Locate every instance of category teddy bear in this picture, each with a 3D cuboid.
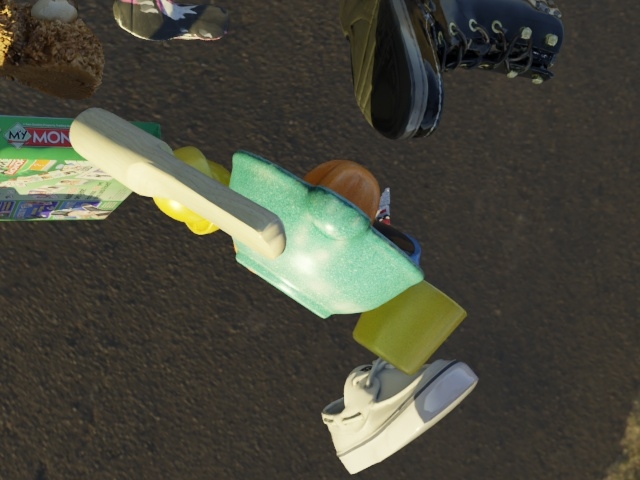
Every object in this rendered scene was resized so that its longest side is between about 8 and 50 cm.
[{"bbox_3d":[-0.417,-0.263,0.986,0.338,0.245,0.113,8,77,-5],"label":"teddy bear"}]

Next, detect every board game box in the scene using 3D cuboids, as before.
[{"bbox_3d":[-0.318,-0.071,0.943,0.213,0.317,0.046,0,81,-25],"label":"board game box"}]

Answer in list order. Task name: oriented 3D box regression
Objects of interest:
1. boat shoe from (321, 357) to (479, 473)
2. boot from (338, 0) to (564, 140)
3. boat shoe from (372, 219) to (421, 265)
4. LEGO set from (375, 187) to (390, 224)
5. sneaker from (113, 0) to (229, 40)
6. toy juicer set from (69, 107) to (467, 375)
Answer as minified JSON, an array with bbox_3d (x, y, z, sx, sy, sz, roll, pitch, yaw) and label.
[{"bbox_3d":[0.066,0.160,0.851,0.096,0.267,0.088,-32,78,-24],"label":"boat shoe"},{"bbox_3d":[0.114,-0.153,0.665,0.178,0.236,0.085,7,129,-14],"label":"boot"},{"bbox_3d":[0.000,0.000,0.824,0.089,0.258,0.109,11,84,-26],"label":"boat shoe"},{"bbox_3d":[0.018,-0.021,1.342,0.182,0.244,0.060,-3,114,7],"label":"LEGO set"},{"bbox_3d":[-0.238,-0.342,1.331,0.178,0.077,0.072,5,97,-28],"label":"sneaker"},{"bbox_3d":[-0.029,-0.025,0.522,0.089,0.209,0.329,-56,154,-4],"label":"toy juicer set"}]
